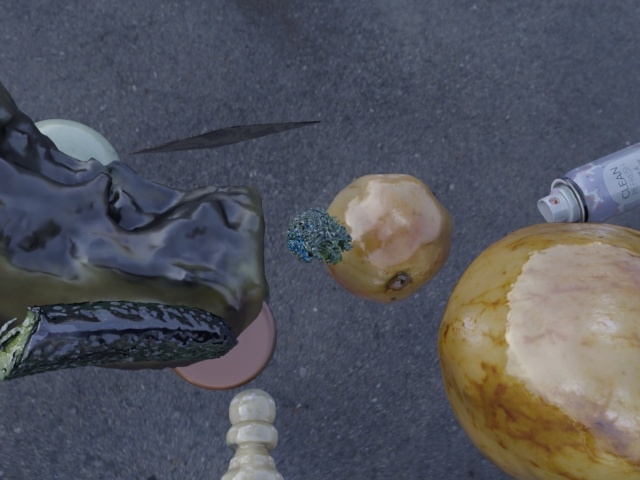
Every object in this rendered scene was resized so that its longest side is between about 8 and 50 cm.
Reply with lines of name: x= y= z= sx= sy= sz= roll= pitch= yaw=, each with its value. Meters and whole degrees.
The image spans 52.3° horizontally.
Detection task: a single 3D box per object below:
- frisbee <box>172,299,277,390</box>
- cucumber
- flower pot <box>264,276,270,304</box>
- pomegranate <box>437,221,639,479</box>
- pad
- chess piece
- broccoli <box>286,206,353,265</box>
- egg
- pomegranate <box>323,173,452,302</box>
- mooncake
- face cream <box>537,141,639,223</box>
frisbee: x=-0.217 y=0.199 z=1.373 sx=0.251 sy=0.021 sz=0.251 roll=0 pitch=100 yaw=1
cucumber: x=-0.182 y=0.090 z=0.631 sx=0.245 sy=0.067 sz=0.067 roll=3 pitch=58 yaw=-48
flower pot: x=-0.275 y=0.120 z=1.586 sx=0.302 sy=0.302 sz=0.213 roll=-23 pitch=90 yaw=-22
pomegranate: x=0.216 y=0.097 z=0.533 sx=0.248 sy=0.248 sz=0.248 roll=5 pitch=63 yaw=-10
pad: x=-0.183 y=-0.188 z=1.207 sx=0.220 sy=0.330 sz=0.004 roll=-14 pitch=97 yaw=-45
chess piece: x=-0.150 y=0.446 z=1.400 sx=0.143 sy=0.143 sz=0.261 roll=3 pitch=56 yaw=-11
broccoli: x=0.000 y=0.000 z=1.567 sx=0.167 sy=0.160 sz=0.154 roll=-21 pitch=51 yaw=19
egg: x=-0.591 y=-0.186 z=1.518 sx=0.253 sy=0.186 sz=0.186 roll=17 pitch=62 yaw=-7
pomegranate: x=0.190 y=-0.014 z=1.955 sx=0.411 sy=0.411 sz=0.411 roll=5 pitch=63 yaw=-10
mooncake: x=-0.266 y=-0.002 z=0.791 sx=0.394 sy=0.393 sz=0.246 roll=-7 pitch=51 yaw=10
face cream: x=0.377 y=-0.075 z=0.799 sx=0.229 sy=0.075 sz=0.075 roll=-23 pitch=70 yaw=-6
